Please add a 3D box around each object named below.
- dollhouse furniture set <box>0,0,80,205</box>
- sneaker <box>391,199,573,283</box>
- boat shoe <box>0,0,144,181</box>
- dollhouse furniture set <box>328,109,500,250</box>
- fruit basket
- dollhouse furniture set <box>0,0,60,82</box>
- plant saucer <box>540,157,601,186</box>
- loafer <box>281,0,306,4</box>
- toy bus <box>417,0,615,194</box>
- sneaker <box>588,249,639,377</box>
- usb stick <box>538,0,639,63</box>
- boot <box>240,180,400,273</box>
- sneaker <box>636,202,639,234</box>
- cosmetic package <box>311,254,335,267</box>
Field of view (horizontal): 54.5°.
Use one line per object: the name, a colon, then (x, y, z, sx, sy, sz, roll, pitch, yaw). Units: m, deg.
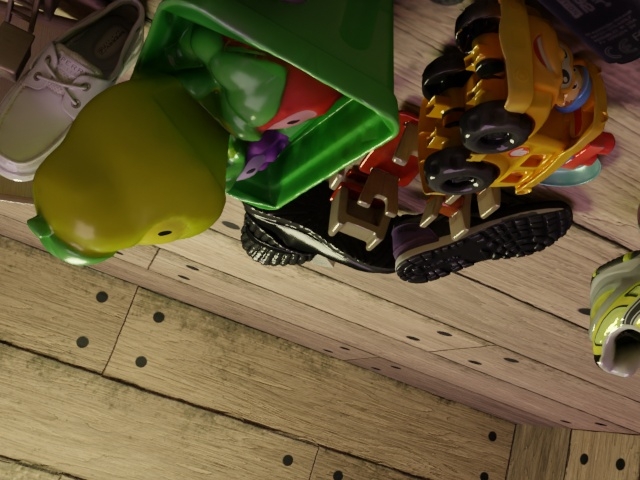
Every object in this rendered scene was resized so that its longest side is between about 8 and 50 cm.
dollhouse furniture set: (-0.459, -0.191, 0.988, 0.362, 0.256, 0.394, 9, -178, -22)
sneaker: (0.247, -0.034, 0.993, 0.284, 0.124, 0.107, -16, 143, 16)
boat shoe: (-0.302, -0.196, 0.745, 0.098, 0.277, 0.096, 33, 153, -16)
dollhouse furniture set: (0.099, -0.103, 0.928, 0.262, 0.135, 0.259, 21, 150, -11)
fruit basket: (-0.120, -0.110, 0.681, 0.283, 0.391, 0.392, 25, 160, -19)
dollhouse furniture set: (-0.408, -0.301, 0.709, 0.182, 0.160, 0.101, 24, 160, -19)
plant saucer: (0.310, -0.109, 0.825, 0.120, 0.021, 0.119, 15, 161, 5)
loafer: (-0.081, -0.340, 0.421, 0.130, 0.133, 0.366, -32, 137, 17)
toy bus: (0.226, -0.136, 0.664, 0.212, 0.149, 0.220, 7, 160, -8)
sneaker: (0.460, 0.064, 0.709, 0.145, 0.147, 0.384, 23, 152, -4)
usb stick: (0.196, -0.242, 0.521, 0.278, 0.045, 0.077, 28, 152, -26)
boot: (0.001, -0.004, 1.217, 0.348, 0.131, 0.260, 26, 155, 8)
sneaker: (0.466, -0.029, 0.808, 0.111, 0.102, 0.252, 15, 153, 13)
cosmetic package: (-0.005, 0.021, 1.438, 0.060, 0.041, 0.115, 11, 160, 21)
